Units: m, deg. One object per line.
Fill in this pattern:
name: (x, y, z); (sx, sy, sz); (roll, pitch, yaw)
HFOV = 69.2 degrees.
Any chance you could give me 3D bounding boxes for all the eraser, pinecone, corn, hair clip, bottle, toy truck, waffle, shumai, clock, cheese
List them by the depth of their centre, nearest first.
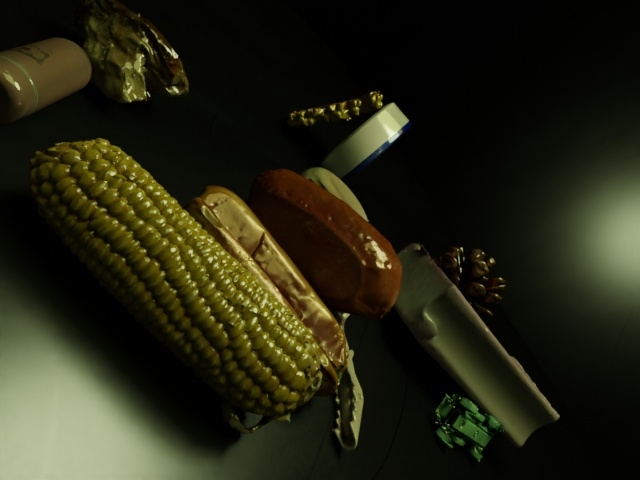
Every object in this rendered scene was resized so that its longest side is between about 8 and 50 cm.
corn: (-0.116, 0.037, 0.393); (0.293, 0.106, 0.106); (47, 21, -10)
bottle: (-0.261, -0.149, 0.422); (0.053, 0.053, 0.140); (45, 22, -23)
shumai: (-0.241, -0.219, 0.561); (0.139, 0.105, 0.123); (59, -25, -16)
hair clip: (0.029, 0.163, 0.601); (0.072, 0.034, 0.226); (39, 26, -38)
toy truck: (0.246, 0.315, 0.803); (0.154, 0.080, 0.078); (38, -2, -37)
cheese: (0.042, -0.059, 0.918); (0.163, 0.082, 0.286); (61, 20, 15)
eraser: (0.284, 0.197, 0.941); (0.359, 0.122, 0.272); (47, 11, -17)
waffle: (0.036, -0.310, 1.114); (0.229, 0.231, 0.051); (-78, 156, -72)
clock: (0.107, -0.231, 1.117); (0.083, 0.230, 0.230); (52, 20, -4)
pinecone: (0.370, 0.113, 1.218); (0.203, 0.201, 0.229); (64, -8, -14)

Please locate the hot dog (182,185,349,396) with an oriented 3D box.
hot dog: (-0.061, 0.061, 0.505); (0.269, 0.072, 0.115); (54, 19, -5)

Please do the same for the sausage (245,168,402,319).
sausage: (0.001, 0.000, 0.625); (0.258, 0.133, 0.133); (39, 16, 17)
